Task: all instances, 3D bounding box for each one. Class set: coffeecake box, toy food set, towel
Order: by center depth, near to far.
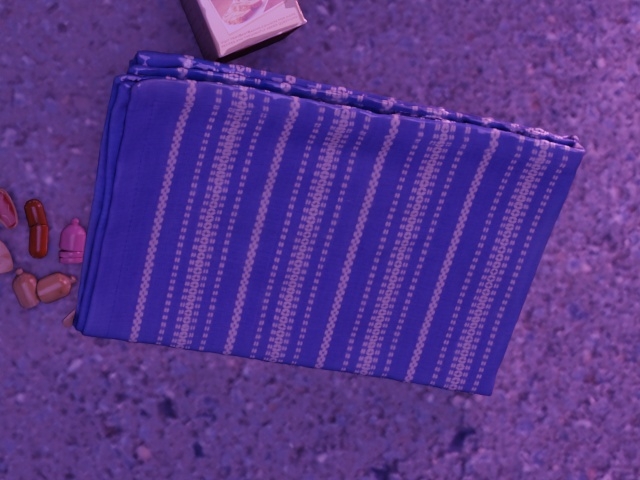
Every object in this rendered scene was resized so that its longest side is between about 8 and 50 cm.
[{"bbox_3d":[-0.082,-0.223,1.079,0.068,0.142,0.185,-23,96,-5],"label":"coffeecake box"},{"bbox_3d":[0.000,0.000,1.095,0.336,0.040,0.243,10,123,-10],"label":"towel"},{"bbox_3d":[-0.217,0.005,1.135,0.122,0.019,0.078,43,86,-13],"label":"toy food set"}]
